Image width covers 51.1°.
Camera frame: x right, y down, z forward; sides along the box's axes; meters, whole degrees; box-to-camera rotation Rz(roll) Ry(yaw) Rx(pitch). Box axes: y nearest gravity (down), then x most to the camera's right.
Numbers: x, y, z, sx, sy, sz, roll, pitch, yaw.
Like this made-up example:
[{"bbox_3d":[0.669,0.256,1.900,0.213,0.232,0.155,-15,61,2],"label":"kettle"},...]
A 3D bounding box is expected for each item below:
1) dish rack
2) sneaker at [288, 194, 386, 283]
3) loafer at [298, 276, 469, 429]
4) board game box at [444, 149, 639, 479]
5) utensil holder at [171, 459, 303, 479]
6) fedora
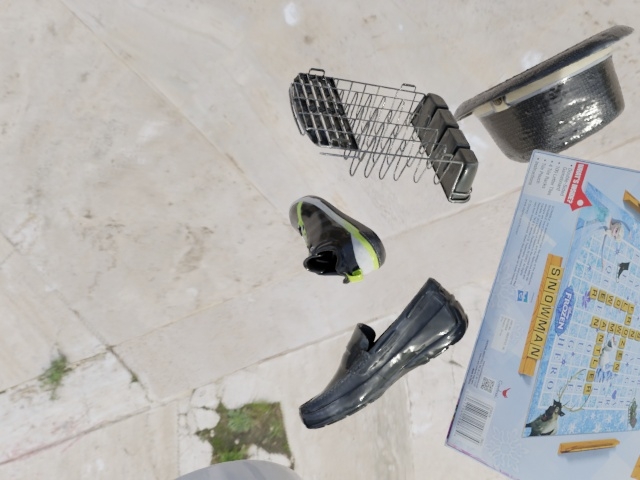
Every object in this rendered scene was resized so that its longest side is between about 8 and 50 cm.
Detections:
[{"bbox_3d":[0.085,-0.158,0.968,0.271,0.208,0.074,5,131,-19],"label":"dish rack"},{"bbox_3d":[0.000,0.000,1.040,0.097,0.234,0.084,-37,125,-20],"label":"sneaker"},{"bbox_3d":[0.060,0.128,0.747,0.223,0.076,0.078,-38,86,10],"label":"loafer"},{"bbox_3d":[0.302,0.105,0.600,0.318,0.065,0.319,21,98,38],"label":"board game box"},{"bbox_3d":[-0.063,0.478,0.701,0.327,0.327,0.385,-45,42,4],"label":"utensil holder"},{"bbox_3d":[0.407,-0.238,1.181,0.334,0.334,0.153,-27,96,6],"label":"fedora"}]
